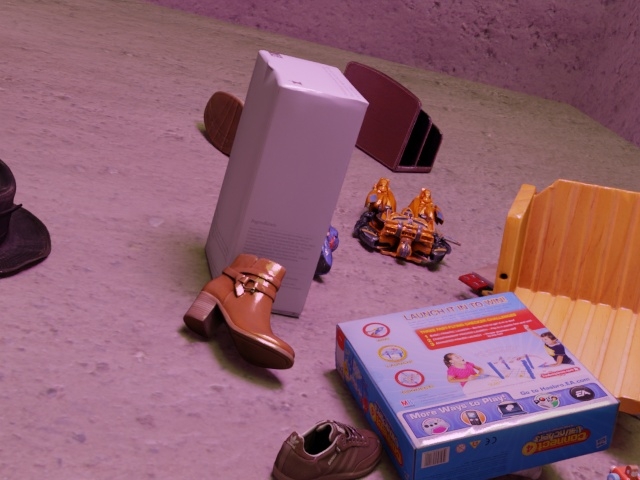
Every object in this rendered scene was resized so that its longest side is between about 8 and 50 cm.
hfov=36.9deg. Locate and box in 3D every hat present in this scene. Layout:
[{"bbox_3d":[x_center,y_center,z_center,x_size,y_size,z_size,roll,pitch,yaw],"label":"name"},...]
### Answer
[{"bbox_3d":[-0.564,-0.078,1.471,0.331,0.134,0.331,16,23,-7],"label":"hat"}]

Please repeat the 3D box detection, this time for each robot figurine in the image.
[{"bbox_3d":[0.178,-0.042,2.073,0.211,0.085,0.291,13,22,-4],"label":"robot figurine"}]

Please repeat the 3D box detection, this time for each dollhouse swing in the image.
[{"bbox_3d":[0.464,0.079,1.636,0.346,0.315,0.305,12,13,20],"label":"dollhouse swing"}]

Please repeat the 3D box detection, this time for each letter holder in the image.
[{"bbox_3d":[0.188,-0.346,2.622,0.152,0.214,0.302,-3,31,-43],"label":"letter holder"}]

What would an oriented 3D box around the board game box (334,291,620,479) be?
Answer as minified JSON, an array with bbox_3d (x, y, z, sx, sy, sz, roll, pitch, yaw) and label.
[{"bbox_3d":[0.213,0.208,1.395,0.308,0.086,0.302,-9,30,-16],"label":"board game box"}]

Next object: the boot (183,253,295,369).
[{"bbox_3d":[-0.091,0.100,1.448,0.197,0.073,0.152,25,54,21],"label":"boot"}]

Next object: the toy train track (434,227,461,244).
[{"bbox_3d":[0.281,-0.008,2.181,0.083,0.014,0.048,25,15,-3],"label":"toy train track"}]

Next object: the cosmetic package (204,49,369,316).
[{"bbox_3d":[-0.067,-0.099,1.599,0.156,0.385,0.217,12,24,-19],"label":"cosmetic package"}]

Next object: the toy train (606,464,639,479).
[{"bbox_3d":[0.523,0.372,1.449,0.166,0.046,0.125,8,25,-26],"label":"toy train"}]

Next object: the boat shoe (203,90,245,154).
[{"bbox_3d":[-0.143,-0.235,2.236,0.342,0.123,0.123,37,14,36],"label":"boat shoe"}]

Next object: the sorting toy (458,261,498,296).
[{"bbox_3d":[0.381,0.103,1.958,0.132,0.046,0.274,32,25,28],"label":"sorting toy"}]

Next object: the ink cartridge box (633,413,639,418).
[{"bbox_3d":[0.599,0.240,1.770,0.203,0.086,0.148,-2,30,-42],"label":"ink cartridge box"}]

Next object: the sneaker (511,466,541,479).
[{"bbox_3d":[0.292,0.291,1.434,0.082,0.071,0.191,24,30,-6],"label":"sneaker"}]

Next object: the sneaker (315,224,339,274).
[{"bbox_3d":[0.000,0.000,1.841,0.087,0.083,0.221,21,24,-19],"label":"sneaker"}]

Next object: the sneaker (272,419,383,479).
[{"bbox_3d":[0.023,0.266,1.240,0.188,0.071,0.066,-6,33,-47],"label":"sneaker"}]
